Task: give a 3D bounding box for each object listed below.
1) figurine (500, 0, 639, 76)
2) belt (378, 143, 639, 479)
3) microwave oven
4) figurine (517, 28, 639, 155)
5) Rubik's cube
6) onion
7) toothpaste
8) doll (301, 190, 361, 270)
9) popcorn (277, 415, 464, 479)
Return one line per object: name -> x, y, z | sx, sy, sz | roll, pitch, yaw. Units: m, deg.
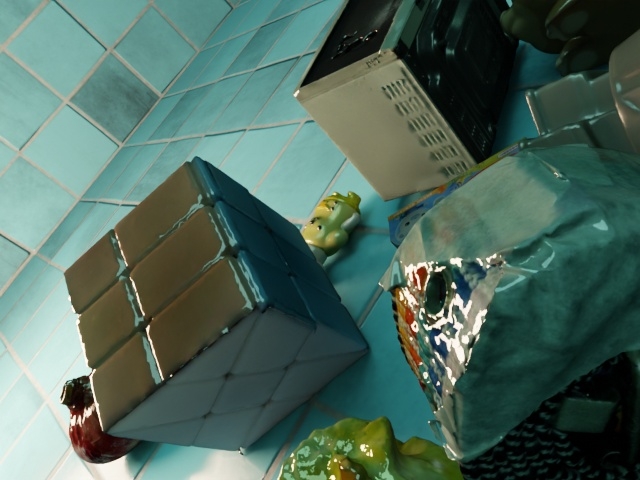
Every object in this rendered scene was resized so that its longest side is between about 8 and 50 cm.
figurine -> 0.335, -0.322, 0.718 | 0.247, 0.177, 0.173 | -36, 48, 39
belt -> 0.159, 0.063, 0.408 | 0.207, 0.257, 0.150 | -17, 33, -3
microwave oven -> 0.137, -0.241, 0.810 | 0.181, 0.237, 0.295 | -14, 42, 43
figurine -> 0.323, -0.114, 0.498 | 0.285, 0.167, 0.342 | -26, 57, 45
Rubik's cube -> -0.118, 0.085, 0.708 | 0.221, 0.231, 0.224 | -39, 54, 11
onion -> -0.290, 0.242, 0.887 | 0.098, 0.151, 0.206 | 37, 101, 46
toothpaste -> 0.172, -0.040, 0.721 | 0.193, 0.044, 0.070 | -31, 35, 26
doll -> 0.000, 0.000, 0.874 | 0.106, 0.062, 0.162 | 3, 57, 58
popcorn -> 0.029, 0.244, 0.433 | 0.204, 0.183, 0.221 | -30, 21, 33
